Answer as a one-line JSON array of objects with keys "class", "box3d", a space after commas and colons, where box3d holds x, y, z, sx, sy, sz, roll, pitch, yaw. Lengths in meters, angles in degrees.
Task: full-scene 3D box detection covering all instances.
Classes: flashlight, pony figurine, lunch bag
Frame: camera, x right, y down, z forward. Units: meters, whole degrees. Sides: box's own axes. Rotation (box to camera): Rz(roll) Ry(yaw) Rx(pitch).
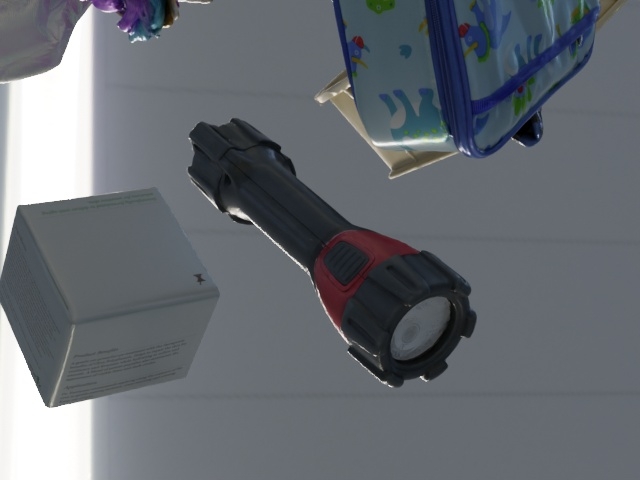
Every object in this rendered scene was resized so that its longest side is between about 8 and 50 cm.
[{"class": "flashlight", "box3d": [0.000, 0.000, 0.986, 0.103, 0.103, 0.304, -10, -147, -32]}, {"class": "pony figurine", "box3d": [-0.306, -0.359, 1.419, 0.351, 0.302, 0.363, 1, -142, -7]}, {"class": "lunch bag", "box3d": [0.097, -0.154, 0.719, 0.090, 0.176, 0.219, 6, -152, 33]}]

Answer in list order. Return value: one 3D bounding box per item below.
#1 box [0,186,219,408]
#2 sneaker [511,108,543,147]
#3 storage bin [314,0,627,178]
[{"class": "box", "box3d": [-0.137, 0.034, 0.748, 0.101, 0.087, 0.102, -9, -128, -34]}, {"class": "sneaker", "box3d": [0.223, -0.193, 1.553, 0.221, 0.083, 0.087, 24, -147, -34]}, {"class": "storage bin", "box3d": [0.167, -0.208, 1.183, 0.262, 0.260, 0.123, -44, -80, -22]}]
